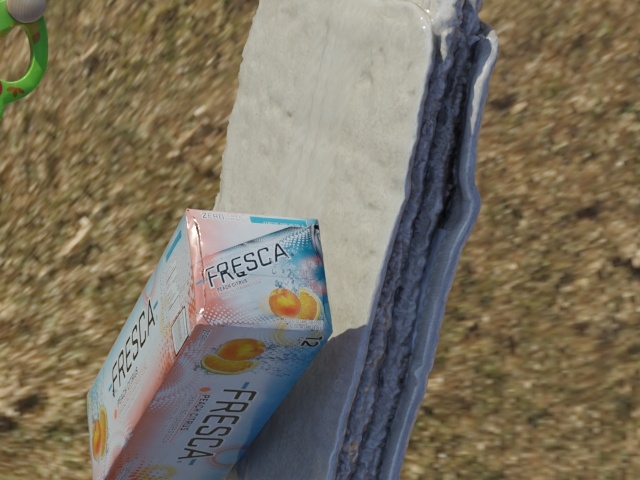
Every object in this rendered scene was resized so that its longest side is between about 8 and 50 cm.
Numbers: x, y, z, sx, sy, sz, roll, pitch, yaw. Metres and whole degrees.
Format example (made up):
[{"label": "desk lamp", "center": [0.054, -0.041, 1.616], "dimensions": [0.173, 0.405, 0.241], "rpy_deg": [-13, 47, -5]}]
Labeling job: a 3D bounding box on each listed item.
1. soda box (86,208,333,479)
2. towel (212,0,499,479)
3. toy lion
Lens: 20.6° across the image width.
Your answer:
[{"label": "soda box", "center": [-0.055, 0.057, 0.795], "dimensions": [0.063, 0.183, 0.058], "rpy_deg": [5, 58, -21]}, {"label": "towel", "center": [0.000, 0.000, 0.857], "dimensions": [0.049, 0.187, 0.282], "rpy_deg": [8, 102, -30]}, {"label": "toy lion", "center": [-0.209, -0.100, 1.033], "dimensions": [0.100, 0.034, 0.096], "rpy_deg": [-7, 96, -19]}]
